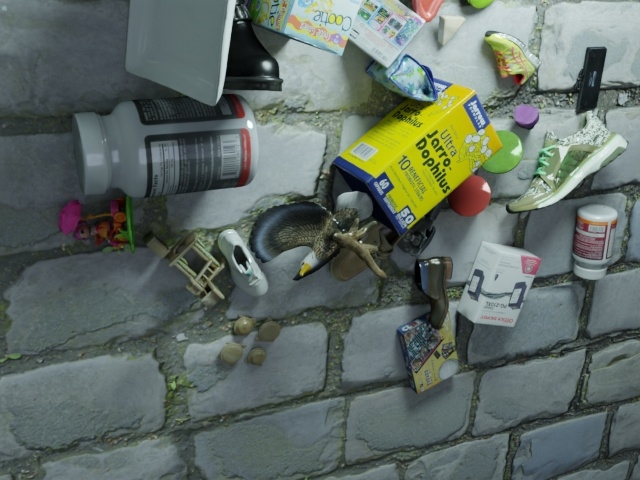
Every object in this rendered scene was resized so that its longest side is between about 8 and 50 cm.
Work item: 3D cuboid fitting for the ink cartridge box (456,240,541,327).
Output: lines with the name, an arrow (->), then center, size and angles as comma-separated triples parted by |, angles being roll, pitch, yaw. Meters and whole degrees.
ink cartridge box -> 0.543, 0.137, 2.204 | 0.172, 0.100, 0.237 | 9, 107, -29

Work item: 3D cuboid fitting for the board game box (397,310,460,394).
board game box -> 0.336, 0.339, 2.225 | 0.165, 0.042, 0.243 | -24, 120, -16

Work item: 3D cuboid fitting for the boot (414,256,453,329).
boot -> 0.317, 0.151, 2.113 | 0.106, 0.082, 0.219 | 5, 94, -17

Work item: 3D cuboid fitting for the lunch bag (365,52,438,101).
lunch bag -> 0.211, -0.402, 1.788 | 0.151, 0.129, 0.096 | 34, 94, -33

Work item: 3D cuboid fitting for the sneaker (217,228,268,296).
sneaker -> -0.188, 0.074, 1.818 | 0.080, 0.094, 0.212 | -36, 123, -10

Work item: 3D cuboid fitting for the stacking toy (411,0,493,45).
stacking toy -> 0.317, -0.665, 1.770 | 0.309, 0.130, 0.279 | -43, 150, 0

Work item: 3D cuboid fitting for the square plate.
square plate -> -0.265, -0.467, 1.406 | 0.049, 0.347, 0.344 | -8, 116, -43

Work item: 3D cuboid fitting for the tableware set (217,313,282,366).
tableware set -> -0.190, 0.274, 1.949 | 0.141, 0.020, 0.168 | 20, 103, -30

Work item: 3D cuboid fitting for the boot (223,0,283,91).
boot -> -0.177, -0.451, 1.450 | 0.131, 0.348, 0.260 | -9, 120, -30

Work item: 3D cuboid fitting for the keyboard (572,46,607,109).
keyboard -> 0.777, -0.472, 2.103 | 0.108, 0.023, 0.180 | -11, 115, -29

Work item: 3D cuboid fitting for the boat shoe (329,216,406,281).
boat shoe -> 0.149, 0.001, 1.950 | 0.302, 0.098, 0.109 | -45, 123, -3

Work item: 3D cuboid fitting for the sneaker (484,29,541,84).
sneaker -> 0.503, -0.484, 1.926 | 0.209, 0.081, 0.094 | 26, 100, -33

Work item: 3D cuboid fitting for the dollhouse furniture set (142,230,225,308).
dollhouse furniture set -> -0.305, 0.046, 1.707 | 0.101, 0.161, 0.182 | -45, 124, -3

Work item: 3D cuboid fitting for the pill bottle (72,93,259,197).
pill bottle -> -0.334, -0.202, 1.556 | 0.363, 0.210, 0.210 | -8, 115, -23

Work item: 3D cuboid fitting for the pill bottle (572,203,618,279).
pill bottle -> 0.869, 0.006, 2.296 | 0.121, 0.121, 0.221 | -12, 116, -22

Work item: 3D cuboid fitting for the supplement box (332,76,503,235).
supplement box -> 0.247, -0.220, 1.845 | 0.356, 0.195, 0.194 | -41, 123, -6

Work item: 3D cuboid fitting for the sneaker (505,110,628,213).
sneaker -> 0.690, -0.231, 2.126 | 0.410, 0.158, 0.182 | -37, 92, -6

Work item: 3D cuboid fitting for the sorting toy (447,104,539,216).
sorting toy -> 0.506, -0.213, 2.053 | 0.365, 0.127, 0.126 | -55, 153, 1

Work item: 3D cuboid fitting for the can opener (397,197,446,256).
can opener -> 0.305, -0.087, 2.021 | 0.095, 0.076, 0.283 | 6, 112, -62

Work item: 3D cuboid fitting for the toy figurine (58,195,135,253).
toy figurine -> -0.504, -0.037, 1.623 | 0.159, 0.130, 0.173 | -3, 138, -11

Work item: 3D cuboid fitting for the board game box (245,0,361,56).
board game box -> -0.047, -0.499, 1.528 | 0.144, 0.275, 0.142 | 13, 105, -31

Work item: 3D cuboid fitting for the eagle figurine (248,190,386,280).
eagle figurine -> -0.008, 0.005, 1.798 | 0.225, 0.298, 0.226 | -19, 102, -35

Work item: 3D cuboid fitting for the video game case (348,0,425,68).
video game case -> 0.144, -0.509, 1.715 | 0.157, 0.019, 0.143 | 40, 91, 10
